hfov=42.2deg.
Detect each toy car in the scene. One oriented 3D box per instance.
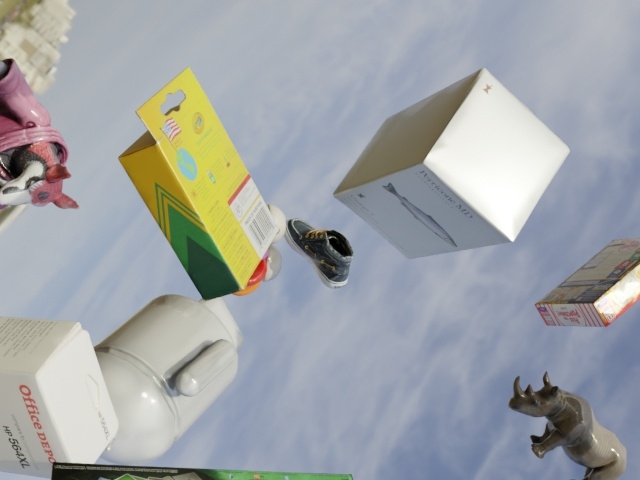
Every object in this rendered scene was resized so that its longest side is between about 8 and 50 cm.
[{"bbox_3d":[-0.144,0.018,1.530,0.136,0.159,0.182,-111,-154,-61],"label":"toy car"}]

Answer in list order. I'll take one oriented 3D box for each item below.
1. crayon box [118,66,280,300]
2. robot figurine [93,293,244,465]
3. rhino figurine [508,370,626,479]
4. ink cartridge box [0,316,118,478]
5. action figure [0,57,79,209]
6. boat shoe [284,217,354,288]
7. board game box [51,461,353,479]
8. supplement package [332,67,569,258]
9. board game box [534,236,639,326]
[{"bbox_3d":[-0.194,-0.092,1.314,0.081,0.318,0.202,-17,-157,25],"label":"crayon box"},{"bbox_3d":[-0.273,0.223,1.352,0.300,0.199,0.353,-20,-164,38],"label":"robot figurine"},{"bbox_3d":[0.365,0.283,1.239,0.106,0.243,0.073,-39,-165,13],"label":"rhino figurine"},{"bbox_3d":[-0.331,0.159,0.857,0.203,0.148,0.086,1,-148,19],"label":"ink cartridge box"},{"bbox_3d":[-0.433,-0.131,1.051,0.248,0.370,0.276,-64,164,18],"label":"action figure"},{"bbox_3d":[0.000,0.000,1.540,0.183,0.065,0.083,48,-43,31],"label":"boat shoe"},{"bbox_3d":[-0.084,0.239,0.659,0.136,0.260,0.030,-111,-147,-58],"label":"board game box"},{"bbox_3d":[0.108,-0.060,0.737,0.105,0.105,0.179,-54,-166,-18],"label":"supplement package"},{"bbox_3d":[0.449,0.061,1.287,0.193,0.045,0.147,-35,-172,-19],"label":"board game box"}]
